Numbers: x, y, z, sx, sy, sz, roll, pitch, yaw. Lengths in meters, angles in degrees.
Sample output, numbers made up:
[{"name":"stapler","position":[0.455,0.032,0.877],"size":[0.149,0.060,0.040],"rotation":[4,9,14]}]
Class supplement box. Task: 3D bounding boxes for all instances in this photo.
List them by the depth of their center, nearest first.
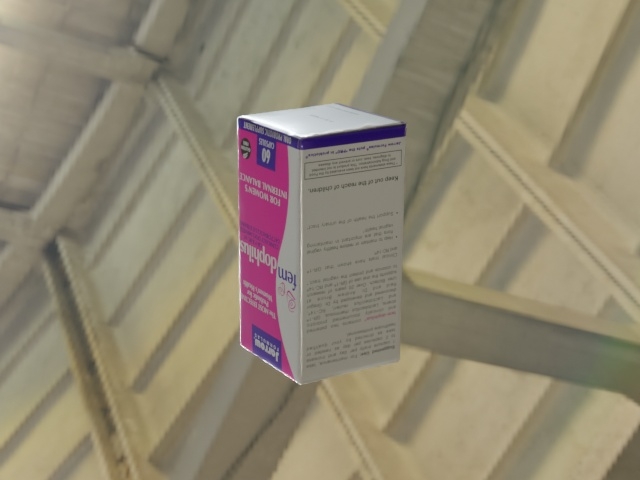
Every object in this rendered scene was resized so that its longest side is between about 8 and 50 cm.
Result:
[{"name":"supplement box","position":[0.000,0.000,1.111],"size":[0.111,0.114,0.220],"rotation":[24,-61,54]}]
